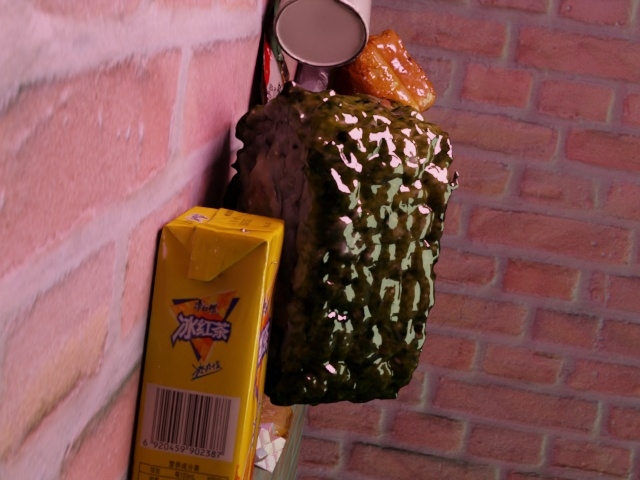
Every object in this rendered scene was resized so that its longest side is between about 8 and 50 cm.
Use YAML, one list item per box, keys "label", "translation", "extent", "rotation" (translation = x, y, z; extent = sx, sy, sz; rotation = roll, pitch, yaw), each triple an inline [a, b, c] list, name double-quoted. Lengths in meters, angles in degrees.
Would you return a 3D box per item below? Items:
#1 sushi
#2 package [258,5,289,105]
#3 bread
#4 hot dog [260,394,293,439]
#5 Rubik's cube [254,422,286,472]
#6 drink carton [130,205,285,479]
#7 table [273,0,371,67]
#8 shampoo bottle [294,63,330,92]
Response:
- label: "sushi"
  translation: [0.000, 0.000, 1.310]
  extent: [0.294, 0.178, 0.352]
  rotation: [19, -76, 62]
- label: "package"
  translation: [-0.063, -0.200, 1.591]
  extent: [0.239, 0.030, 0.154]
  rotation: [75, 13, -69]
- label: "bread"
  translation: [0.065, -0.244, 2.095]
  extent: [0.109, 0.185, 0.380]
  rotation: [-40, -179, -24]
- label: "hot dog"
  translation: [-0.094, 0.354, 2.160]
  extent: [0.242, 0.073, 0.084]
  rotation: [-57, 161, -79]
- label: "Rubik's cube"
  translation: [-0.109, 0.344, 1.941]
  extent: [0.073, 0.075, 0.084]
  rotation: [34, 55, -35]
- label: "drink carton"
  translation: [-0.115, 0.150, 1.149]
  extent: [0.154, 0.111, 0.351]
  rotation: [-61, 159, -81]
- label: "table"
  translation: [0.011, -0.353, 1.545]
  extent: [0.126, 0.126, 0.220]
  rotation: [94, 3, -52]
- label: "shampoo bottle"
  translation: [-0.009, -0.289, 1.970]
  extent: [0.057, 0.063, 0.208]
  rotation: [109, -6, -51]
